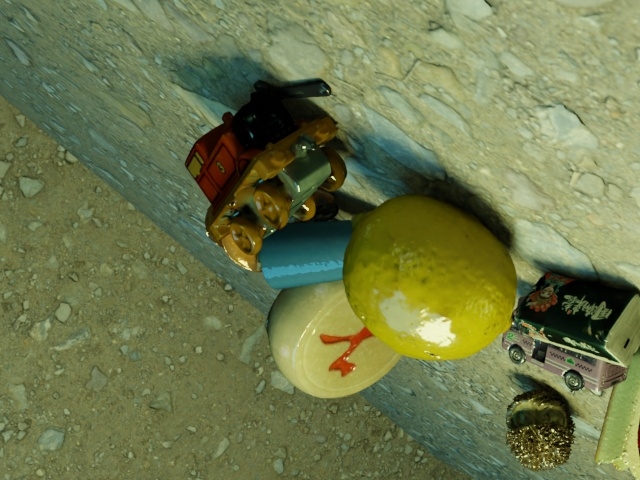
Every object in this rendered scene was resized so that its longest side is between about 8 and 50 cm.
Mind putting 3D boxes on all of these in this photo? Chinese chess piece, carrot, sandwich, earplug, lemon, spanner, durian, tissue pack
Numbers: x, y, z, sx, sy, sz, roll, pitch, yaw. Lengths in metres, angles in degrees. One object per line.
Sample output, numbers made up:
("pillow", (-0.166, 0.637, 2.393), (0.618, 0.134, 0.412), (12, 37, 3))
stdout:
("Chinese chess piece", (0.049, 0.179, 1.685), (0.140, 0.338, 0.338), (44, 176, 47))
("carrot", (-0.171, -0.041, 1.869), (0.196, 0.196, 0.254), (42, 175, -24))
("sandwich", (0.534, 0.302, 1.284), (0.108, 0.186, 0.220), (18, 156, 44))
("earplug", (0.032, 0.020, 1.504), (0.273, 0.132, 0.132), (-6, 147, 22))
("lemon", (0.170, 0.061, 1.228), (0.284, 0.260, 0.260), (46, 162, -21))
("spanner", (-0.048, -0.238, 1.237), (0.046, 0.012, 0.208), (46, 162, -30))
("durian", (0.506, 0.434, 1.760), (0.196, 0.196, 0.167), (42, 145, -23))
("tissue pack", (0.394, 0.116, 1.174), (0.170, 0.103, 0.090), (16, 155, 53))

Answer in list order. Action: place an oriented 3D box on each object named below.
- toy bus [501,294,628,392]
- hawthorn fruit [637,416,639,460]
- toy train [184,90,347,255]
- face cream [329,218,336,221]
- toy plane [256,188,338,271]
("toy bus", (0.402, 0.168, 1.289), (0.199, 0.096, 0.108), (23, 116, 47))
("hawthorn fruit", (0.561, 0.288, 1.076), (0.307, 0.265, 0.265), (55, 167, 8))
("toy train", (-0.111, -0.118, 1.361), (0.232, 0.163, 0.369), (52, 151, 2))
("face cream", (0.000, 0.000, 1.742), (0.075, 0.075, 0.229), (35, 166, 2))
("toy plane", (-0.084, -0.037, 1.665), (0.204, 0.103, 0.316), (35, 145, 8))
